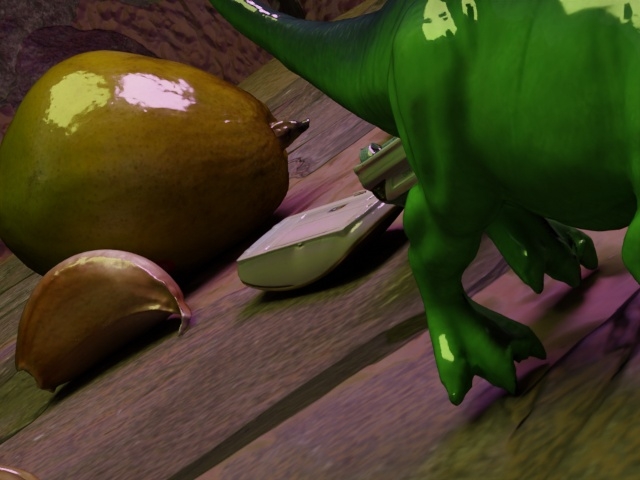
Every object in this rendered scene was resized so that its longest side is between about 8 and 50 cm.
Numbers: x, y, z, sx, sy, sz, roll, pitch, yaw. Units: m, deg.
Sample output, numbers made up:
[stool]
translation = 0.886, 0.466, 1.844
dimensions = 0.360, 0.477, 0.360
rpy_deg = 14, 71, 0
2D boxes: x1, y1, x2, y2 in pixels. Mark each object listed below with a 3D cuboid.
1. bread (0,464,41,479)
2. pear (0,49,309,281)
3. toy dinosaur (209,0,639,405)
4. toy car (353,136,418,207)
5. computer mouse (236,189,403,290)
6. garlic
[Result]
[bread]
translation = -0.247, 0.225, 0.722
dimensions = 0.225, 0.081, 0.134
rpy_deg = -39, 18, -30
[pear]
translation = -0.191, -0.082, 1.361
dimensions = 0.375, 0.287, 0.287
rpy_deg = -16, 13, 1
[toy dinosaur]
translation = 0.059, -0.127, 0.540
dimensions = 0.144, 0.500, 0.374
rpy_deg = -31, -26, -27
[toy car]
translation = 0.110, -0.069, 0.939
dimensions = 0.090, 0.076, 0.224
rpy_deg = -35, -9, 27
[computer mouse]
translation = 0.001, 0.001, 1.023
dimensions = 0.102, 0.045, 0.199
rpy_deg = -41, 14, -34
[garlic]
translation = -0.224, 0.064, 1.215
dimensions = 0.207, 0.115, 0.128
rpy_deg = -26, 8, 21
